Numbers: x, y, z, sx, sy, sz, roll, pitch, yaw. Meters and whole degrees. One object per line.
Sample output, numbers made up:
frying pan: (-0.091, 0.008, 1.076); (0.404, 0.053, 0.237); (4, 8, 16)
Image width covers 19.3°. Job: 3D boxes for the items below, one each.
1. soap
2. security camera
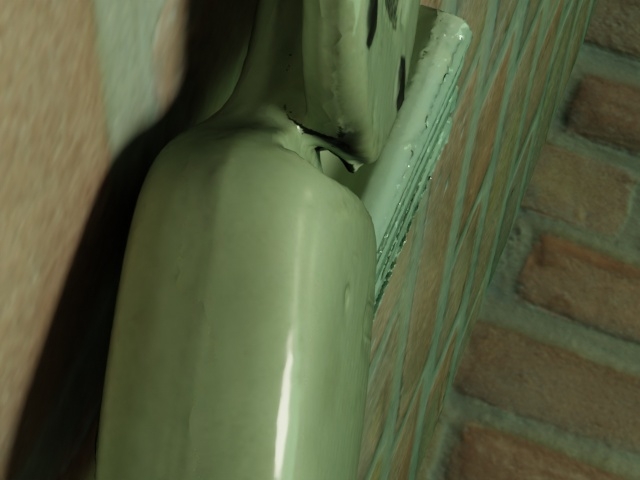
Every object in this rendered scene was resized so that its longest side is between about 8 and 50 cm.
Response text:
soap: (0.000, 0.000, 0.786); (0.114, 0.063, 0.198); (94, 17, -64)
security camera: (-0.014, -0.035, 0.619); (0.157, 0.080, 0.301); (43, 57, -78)
